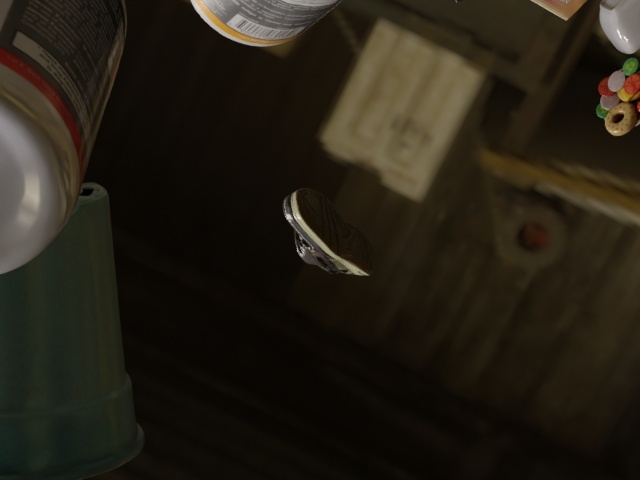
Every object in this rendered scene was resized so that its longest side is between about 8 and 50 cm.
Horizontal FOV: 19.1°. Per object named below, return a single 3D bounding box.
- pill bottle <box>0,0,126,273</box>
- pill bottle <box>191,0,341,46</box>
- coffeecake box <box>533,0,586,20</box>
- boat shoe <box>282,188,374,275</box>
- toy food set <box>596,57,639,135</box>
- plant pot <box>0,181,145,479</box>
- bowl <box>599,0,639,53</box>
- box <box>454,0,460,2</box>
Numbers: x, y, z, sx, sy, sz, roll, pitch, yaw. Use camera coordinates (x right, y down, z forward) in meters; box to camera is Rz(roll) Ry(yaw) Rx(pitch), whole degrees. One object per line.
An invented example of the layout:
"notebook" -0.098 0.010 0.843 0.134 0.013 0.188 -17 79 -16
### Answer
"pill bottle" -0.272 -0.151 1.565 0.210 0.210 0.363 22 -145 -10
"pill bottle" -0.020 -0.304 1.870 0.162 0.162 0.278 18 160 -19
"coffeecake box" 0.200 -0.328 1.911 0.142 0.068 0.185 26 -144 -30
"boat shoe" 0.000 0.000 1.742 0.152 0.049 0.056 42 -142 -53
"toy food set" 0.351 -0.165 2.185 0.020 0.083 0.082 22 -147 -40
"plant pot" -0.390 0.098 2.392 0.341 0.334 0.341 2 -169 0
"bowl" 0.393 -0.298 2.308 0.053 0.142 0.142 41 -171 -9
"box" 0.173 -0.362 2.163 0.156 0.158 0.093 45 163 57
